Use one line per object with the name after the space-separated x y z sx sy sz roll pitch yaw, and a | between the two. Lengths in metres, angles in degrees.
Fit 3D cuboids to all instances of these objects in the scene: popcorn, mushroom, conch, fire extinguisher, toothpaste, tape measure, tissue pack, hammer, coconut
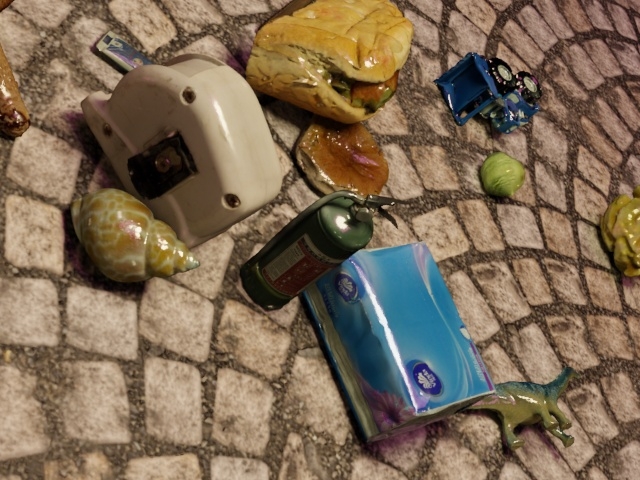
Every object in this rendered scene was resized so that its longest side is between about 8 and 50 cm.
0.674 -0.016 2.170 0.185 0.167 0.187 -25 56 -17 | popcorn
-0.444 -0.247 1.402 0.227 0.148 0.218 -48 116 -38 | mushroom
-0.261 -0.008 1.399 0.116 0.106 0.173 17 36 -56 | conch
0.000 0.000 1.475 0.118 0.294 0.093 30 48 -22 | fire extinguisher
-0.257 -0.251 1.614 0.197 0.035 0.057 37 39 -12 | toothpaste
-0.192 -0.128 1.441 0.130 0.265 0.258 -26 89 -45 | tape measure
0.119 0.149 1.588 0.198 0.146 0.263 -7 68 -42 | tissue pack
-0.005 -0.466 1.947 0.043 0.111 0.365 46 49 -5 | hammer
0.354 -0.125 2.030 0.087 0.088 0.096 4 55 -40 | coconut

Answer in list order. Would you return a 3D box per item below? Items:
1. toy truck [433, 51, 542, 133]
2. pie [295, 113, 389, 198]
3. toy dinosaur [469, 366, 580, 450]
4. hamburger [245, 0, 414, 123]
0.341 -0.287 2.106 0.208 0.113 0.126 18 53 -31 | toy truck
0.041 -0.139 1.791 0.195 0.046 0.195 23 50 -30 | pie
0.341 0.276 1.750 0.362 0.076 0.147 1 42 -34 | toy dinosaur
0.045 -0.293 1.759 0.209 0.162 0.330 35 38 23 | hamburger
